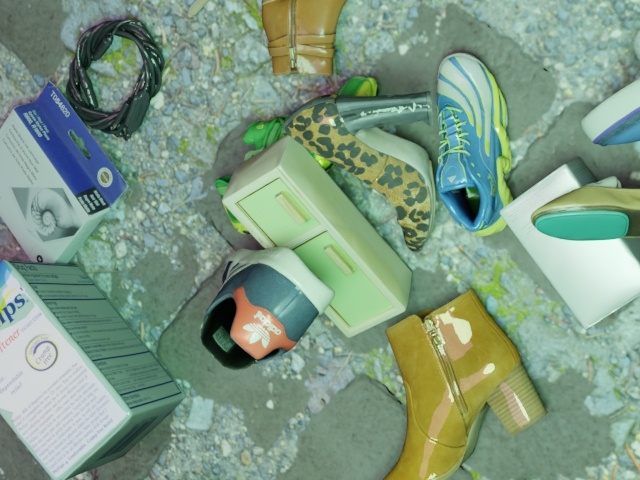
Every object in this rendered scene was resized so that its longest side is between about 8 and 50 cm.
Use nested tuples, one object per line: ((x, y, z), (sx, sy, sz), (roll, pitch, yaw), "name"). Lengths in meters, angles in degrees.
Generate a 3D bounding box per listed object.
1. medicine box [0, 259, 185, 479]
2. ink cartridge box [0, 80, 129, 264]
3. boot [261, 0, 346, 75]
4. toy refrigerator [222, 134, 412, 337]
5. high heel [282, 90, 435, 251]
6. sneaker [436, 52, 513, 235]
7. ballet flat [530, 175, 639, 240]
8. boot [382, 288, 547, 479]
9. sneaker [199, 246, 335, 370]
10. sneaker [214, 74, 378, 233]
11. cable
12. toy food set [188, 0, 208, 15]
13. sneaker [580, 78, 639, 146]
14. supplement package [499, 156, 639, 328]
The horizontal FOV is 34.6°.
((-0.373, 0.180, 1.514), (0.149, 0.263, 0.289), (-43, 82, 5), "medicine box")
((-0.427, -0.094, 1.599), (0.223, 0.045, 0.224), (52, 122, 12), "ink cartridge box")
((0.009, -0.298, 1.382), (0.197, 0.073, 0.152), (2, 100, 36), "boot")
((0.000, 0.000, 1.361), (0.102, 0.094, 0.269), (-28, 116, 28), "toy refrigerator")
((0.055, -0.081, 1.338), (0.186, 0.093, 0.261), (-4, 131, 4), "high heel")
((0.190, -0.119, 1.302), (0.091, 0.126, 0.240), (-13, 95, 24), "sneaker")
((0.359, -0.038, 1.182), (0.232, 0.080, 0.073), (4, 61, 7), "ballet flat")
((0.143, 0.215, 1.411), (0.295, 0.104, 0.211), (-38, 78, 20), "boot")
((-0.100, 0.098, 1.360), (0.131, 0.350, 0.148), (43, 75, -4), "sneaker")
((-0.042, -0.129, 1.412), (0.295, 0.109, 0.123), (-42, 86, 25), "sneaker")
((-0.310, -0.251, 1.548), (0.150, 0.047, 0.184), (33, 115, 20), "cable")
((-0.214, -0.426, 1.471), (0.192, 0.038, 0.132), (48, 114, 9), "toy food set")
((0.489, -0.109, 1.170), (0.323, 0.130, 0.236), (-25, 86, 19), "sneaker")
((0.325, 0.001, 1.278), (0.105, 0.105, 0.179), (-38, 83, 24), "supplement package")
